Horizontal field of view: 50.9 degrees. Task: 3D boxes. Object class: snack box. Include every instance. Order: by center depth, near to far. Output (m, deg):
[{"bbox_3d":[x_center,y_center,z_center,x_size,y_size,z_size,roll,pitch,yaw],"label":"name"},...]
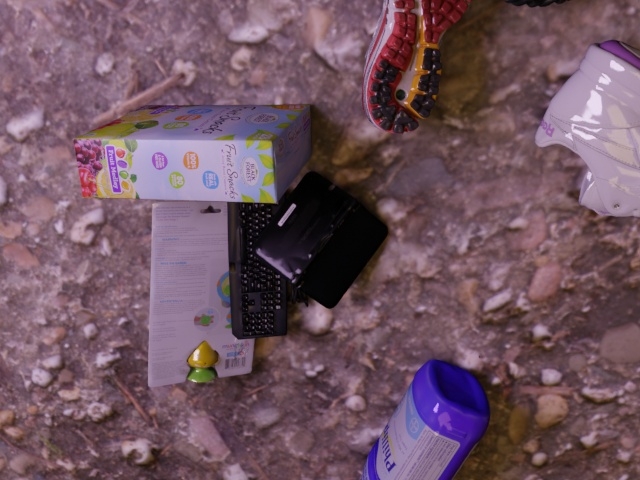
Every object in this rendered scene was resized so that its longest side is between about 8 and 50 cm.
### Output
[{"bbox_3d":[-0.126,-0.100,0.727,0.207,0.174,0.070,3,113,10],"label":"snack box"}]

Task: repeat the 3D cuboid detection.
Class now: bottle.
[{"bbox_3d":[0.109,0.289,0.848,0.092,0.118,0.283,22,113,-7],"label":"bottle"}]

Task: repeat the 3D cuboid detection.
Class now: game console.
[{"bbox_3d":[0.000,0.000,0.794,0.107,0.071,0.122,35,87,20],"label":"game console"}]

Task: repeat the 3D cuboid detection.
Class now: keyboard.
[{"bbox_3d":[-0.060,0.032,0.813,0.100,0.038,0.192,-6,109,-17],"label":"keyboard"}]

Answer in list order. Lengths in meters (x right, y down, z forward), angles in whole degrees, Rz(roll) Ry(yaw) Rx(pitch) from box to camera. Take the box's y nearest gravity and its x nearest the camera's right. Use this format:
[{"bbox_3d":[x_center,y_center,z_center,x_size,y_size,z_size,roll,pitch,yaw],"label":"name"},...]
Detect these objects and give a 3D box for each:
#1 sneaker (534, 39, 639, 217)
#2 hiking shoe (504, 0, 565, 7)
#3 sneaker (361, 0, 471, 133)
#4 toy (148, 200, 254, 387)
[{"bbox_3d":[0.361,-0.064,0.686,0.305,0.114,0.152,39,120,5],"label":"sneaker"},{"bbox_3d":[0.144,-0.300,0.596,0.304,0.113,0.132,0,69,-24],"label":"hiking shoe"},{"bbox_3d":[0.089,-0.222,0.688,0.088,0.093,0.225,19,95,-14],"label":"sneaker"},{"bbox_3d":[-0.148,0.060,0.838,0.136,0.056,0.237,-3,107,-26],"label":"toy"}]
